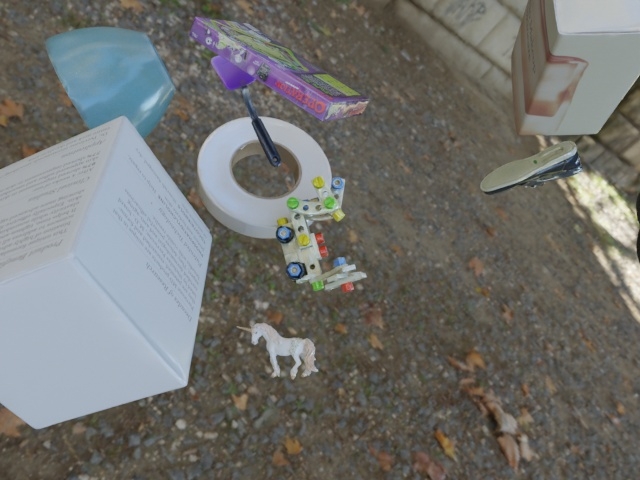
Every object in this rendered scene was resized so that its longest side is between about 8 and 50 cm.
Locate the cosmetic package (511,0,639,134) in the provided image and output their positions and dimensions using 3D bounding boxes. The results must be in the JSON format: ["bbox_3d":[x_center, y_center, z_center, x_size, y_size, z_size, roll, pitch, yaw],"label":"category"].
[{"bbox_3d":[0.347,-0.266,0.866,0.296,0.129,0.153,64,27,-74],"label":"cosmetic package"}]

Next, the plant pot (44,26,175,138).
[{"bbox_3d":[-0.442,-0.356,1.432,0.290,0.195,0.290,62,-4,7],"label":"plant pot"}]

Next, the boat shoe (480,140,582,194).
[{"bbox_3d":[0.495,-0.151,1.509,0.079,0.233,0.084,54,27,-31],"label":"boat shoe"}]

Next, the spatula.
[{"bbox_3d":[-0.163,-0.312,1.527,0.297,0.084,0.030,65,-19,-7],"label":"spatula"}]

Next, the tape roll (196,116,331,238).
[{"bbox_3d":[-0.161,-0.186,1.844,0.391,0.072,0.392,6,59,-11],"label":"tape roll"}]

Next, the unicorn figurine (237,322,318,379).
[{"bbox_3d":[-0.082,0.223,1.306,0.060,0.161,0.111,-14,101,-79],"label":"unicorn figurine"}]

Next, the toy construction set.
[{"bbox_3d":[0.000,0.000,1.655,0.151,0.214,0.328,68,6,-64],"label":"toy construction set"}]

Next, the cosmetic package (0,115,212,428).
[{"bbox_3d":[-0.431,0.055,1.151,0.394,0.329,0.327,-91,158,-49],"label":"cosmetic package"}]

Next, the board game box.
[{"bbox_3d":[-0.081,-0.362,1.342,0.346,0.056,0.208,35,22,14],"label":"board game box"}]

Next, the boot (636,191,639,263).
[{"bbox_3d":[0.792,-0.007,1.400,0.178,0.085,0.237,17,58,-5],"label":"boot"}]
